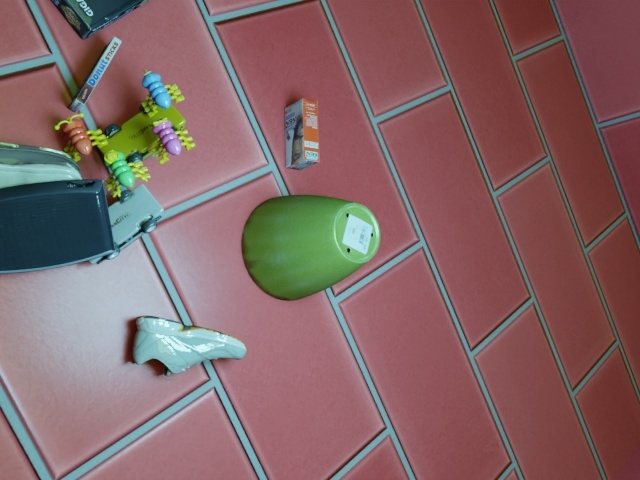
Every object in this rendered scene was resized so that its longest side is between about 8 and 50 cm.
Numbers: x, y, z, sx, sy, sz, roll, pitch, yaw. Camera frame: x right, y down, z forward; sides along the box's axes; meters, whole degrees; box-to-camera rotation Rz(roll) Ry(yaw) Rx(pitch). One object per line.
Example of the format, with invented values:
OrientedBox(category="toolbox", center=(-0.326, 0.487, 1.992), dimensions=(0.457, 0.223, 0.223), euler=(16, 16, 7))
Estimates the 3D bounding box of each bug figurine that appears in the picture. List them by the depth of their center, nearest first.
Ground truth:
OrientedBox(category="bug figurine", center=(-0.397, -0.228, 1.295), dimensions=(0.279, 0.072, 0.216), euler=(-35, 79, -10))

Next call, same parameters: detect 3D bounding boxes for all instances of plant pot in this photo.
OrientedBox(category="plant pot", center=(0.000, 0.000, 1.504), dimensions=(0.275, 0.293, 0.275), euler=(7, 78, -35))

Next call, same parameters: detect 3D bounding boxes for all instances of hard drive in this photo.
OrientedBox(category="hard drive", center=(-0.536, -0.022, 1.190), dimensions=(0.254, 0.054, 0.172), euler=(-10, 109, -17))

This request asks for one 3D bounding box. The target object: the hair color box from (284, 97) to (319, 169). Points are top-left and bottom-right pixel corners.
OrientedBox(category="hair color box", center=(-0.050, -0.279, 1.638), dimensions=(0.053, 0.093, 0.167), euler=(3, 80, -35))

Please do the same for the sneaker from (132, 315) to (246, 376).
OrientedBox(category="sneaker", center=(-0.295, 0.248, 1.383), dimensions=(0.262, 0.099, 0.121), euler=(18, 80, -25))

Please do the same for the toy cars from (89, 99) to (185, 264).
OrientedBox(category="toy cars", center=(-0.408, -0.127, 1.352), dimensions=(0.176, 0.087, 0.394), euler=(10, 76, 1))

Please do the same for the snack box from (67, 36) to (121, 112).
OrientedBox(category="snack box", center=(-0.489, -0.360, 1.347), dimensions=(0.022, 0.064, 0.178), euler=(34, 64, -29))

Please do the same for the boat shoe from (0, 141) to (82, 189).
OrientedBox(category="boat shoe", center=(-0.630, -0.137, 1.189), dimensions=(0.324, 0.097, 0.116), euler=(3, 126, -29))

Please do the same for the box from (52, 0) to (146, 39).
OrientedBox(category="box", center=(-0.507, -0.647, 1.379), dimensions=(0.295, 0.073, 0.293), euler=(53, 56, -16))
